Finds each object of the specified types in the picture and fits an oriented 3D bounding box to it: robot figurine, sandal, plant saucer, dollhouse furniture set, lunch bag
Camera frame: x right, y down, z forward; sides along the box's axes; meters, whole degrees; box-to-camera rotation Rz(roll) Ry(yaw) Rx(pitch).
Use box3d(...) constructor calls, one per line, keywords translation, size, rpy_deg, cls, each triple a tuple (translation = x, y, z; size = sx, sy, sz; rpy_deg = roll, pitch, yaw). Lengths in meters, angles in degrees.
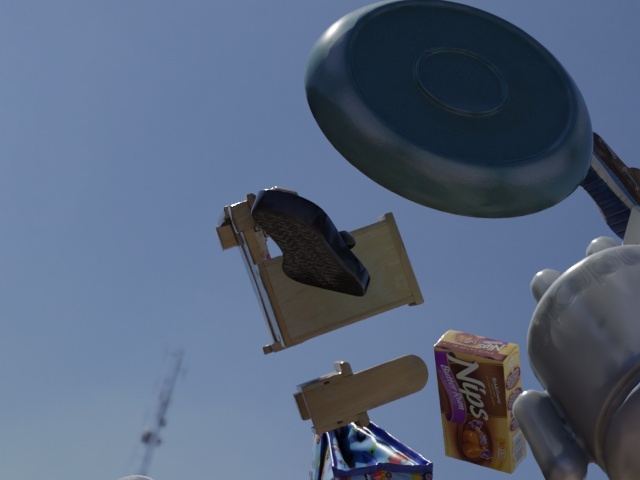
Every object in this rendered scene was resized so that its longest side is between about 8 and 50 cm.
box3d(translation=(0.339, 0.140, 1.329), size=(0.300, 0.353, 0.199), rpy_deg=(-34, -54, 2), cls="robot figurine")
box3d(translation=(0.001, 0.000, 1.380), size=(0.097, 0.054, 0.254), rpy_deg=(14, -18, 16), cls="sandal")
box3d(translation=(0.141, -0.155, 1.373), size=(0.318, 0.317, 0.043), rpy_deg=(17, -43, -3), cls="plant saucer")
box3d(translation=(0.003, 0.077, 1.694), size=(0.174, 0.303, 0.355), rpy_deg=(-19, -2, -9), cls="dollhouse furniture set")
box3d(translation=(0.039, 0.357, 1.770), size=(0.138, 0.220, 0.293), rpy_deg=(0, 10, -14), cls="lunch bag")

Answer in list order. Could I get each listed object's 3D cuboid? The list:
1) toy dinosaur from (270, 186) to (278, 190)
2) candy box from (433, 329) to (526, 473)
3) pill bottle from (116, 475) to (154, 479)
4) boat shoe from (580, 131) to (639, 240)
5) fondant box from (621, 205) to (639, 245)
box3d(translation=(-0.075, -0.048, 2.215), size=(0.047, 0.082, 0.090), rpy_deg=(5, -2, -5), cls="toy dinosaur")
box3d(translation=(0.222, 0.223, 1.824), size=(0.109, 0.053, 0.186), rpy_deg=(11, -57, 33), cls="candy box")
box3d(translation=(-0.164, 0.323, 1.317), size=(0.108, 0.108, 0.180), rpy_deg=(2, -50, 29), cls="pill bottle")
box3d(translation=(0.397, -0.067, 1.730), size=(0.183, 0.066, 0.066), rpy_deg=(50, -27, -12), cls="boat shoe")
box3d(translation=(0.506, 0.075, 1.734), size=(0.330, 0.238, 0.096), rpy_deg=(-3, 22, -43), cls="fondant box")
